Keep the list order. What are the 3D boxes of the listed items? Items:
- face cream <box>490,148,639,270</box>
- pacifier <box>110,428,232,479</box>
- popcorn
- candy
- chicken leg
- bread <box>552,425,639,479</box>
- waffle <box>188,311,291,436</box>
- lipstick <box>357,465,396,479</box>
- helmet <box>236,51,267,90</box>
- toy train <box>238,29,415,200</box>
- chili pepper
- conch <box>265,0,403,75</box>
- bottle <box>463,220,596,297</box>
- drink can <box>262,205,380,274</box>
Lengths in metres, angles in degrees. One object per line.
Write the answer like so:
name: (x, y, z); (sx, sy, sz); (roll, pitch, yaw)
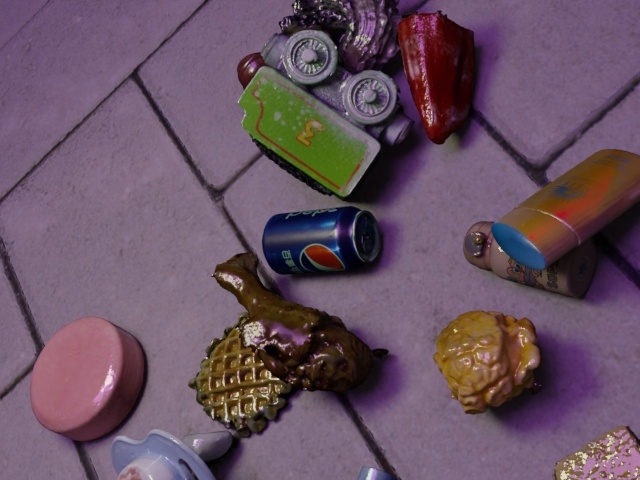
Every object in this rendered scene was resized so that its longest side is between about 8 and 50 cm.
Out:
face cream: (0.389, -0.050, 1.677); (0.285, 0.067, 0.139); (-33, 33, -27)
pacifier: (-0.236, 0.402, 1.899); (0.279, 0.227, 0.207); (-19, 19, 48)
popcorn: (0.260, 0.183, 1.665); (0.170, 0.180, 0.180); (31, 83, 5)
candy: (-0.470, 0.273, 2.154); (0.255, 0.094, 0.255); (-16, 58, 27)
chicken leg: (-0.074, 0.148, 1.858); (0.361, 0.211, 0.140); (30, 103, 28)
bread: (0.419, 0.368, 1.489); (0.138, 0.102, 0.196); (-37, 53, 15)
waffle: (-0.138, 0.243, 1.969); (0.208, 0.054, 0.214); (-52, 52, 3)
lipstick: (0.052, 0.494, 1.694); (0.068, 0.061, 0.274); (6, 68, 34)
helmet: (-0.140, -0.371, 2.306); (0.111, 0.057, 0.089); (-37, 40, 17)
toy train: (0.001, -0.233, 1.996); (0.307, 0.173, 0.248); (35, 91, 2)
chili pepper: (0.219, -0.288, 1.982); (0.136, 0.144, 0.252); (-6, 73, 11)
conch: (0.039, -0.383, 2.142); (0.313, 0.186, 0.240); (-28, 68, 2)
bottle: (0.325, 0.023, 1.741); (0.209, 0.110, 0.097); (14, 94, 38)
drink can: (0.000, 0.000, 1.971); (0.205, 0.118, 0.118); (-7, 61, 32)
